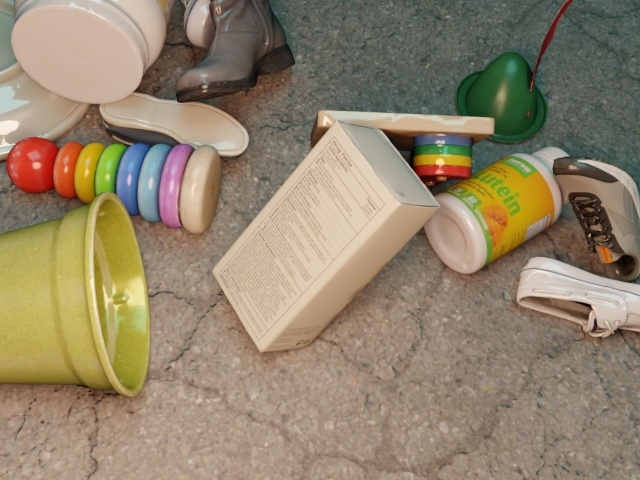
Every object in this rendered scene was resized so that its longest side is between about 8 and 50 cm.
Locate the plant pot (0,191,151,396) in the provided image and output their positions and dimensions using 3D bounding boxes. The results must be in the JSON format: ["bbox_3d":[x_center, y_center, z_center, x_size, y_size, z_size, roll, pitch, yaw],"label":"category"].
[{"bbox_3d":[-0.385,0.086,1.168,0.253,0.276,0.276,-7,57,2],"label":"plant pot"}]

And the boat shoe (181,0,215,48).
[{"bbox_3d":[-0.207,-0.503,1.637,0.156,0.136,0.367,20,54,6],"label":"boat shoe"}]

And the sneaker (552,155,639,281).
[{"bbox_3d":[0.449,-0.035,1.365,0.271,0.100,0.108,42,70,-29],"label":"sneaker"}]

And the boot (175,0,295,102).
[{"bbox_3d":[-0.164,-0.362,1.440,0.118,0.223,0.338,-7,20,22],"label":"boot"}]

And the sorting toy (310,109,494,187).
[{"bbox_3d":[0.116,-0.136,1.372,0.257,0.255,0.090,2,89,-3],"label":"sorting toy"}]

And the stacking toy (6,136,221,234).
[{"bbox_3d":[-0.329,-0.105,1.365,0.330,0.141,0.141,10,56,5],"label":"stacking toy"}]

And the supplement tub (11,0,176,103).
[{"bbox_3d":[-0.357,-0.414,1.432,0.240,0.241,0.331,8,55,-2],"label":"supplement tub"}]

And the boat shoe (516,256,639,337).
[{"bbox_3d":[0.429,0.108,1.347,0.258,0.095,0.084,16,59,16],"label":"boat shoe"}]

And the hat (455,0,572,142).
[{"bbox_3d":[0.345,-0.309,1.548,0.172,0.184,0.209,11,56,0],"label":"hat"}]

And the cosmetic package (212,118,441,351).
[{"bbox_3d":[0.000,0.000,1.223,0.113,0.309,0.160,3,47,-53],"label":"cosmetic package"}]

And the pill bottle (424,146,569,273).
[{"bbox_3d":[0.298,-0.058,1.403,0.245,0.136,0.136,-28,64,-23],"label":"pill bottle"}]

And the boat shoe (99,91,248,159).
[{"bbox_3d":[-0.242,-0.176,1.448,0.254,0.079,0.095,11,57,3],"label":"boat shoe"}]

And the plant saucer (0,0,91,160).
[{"bbox_3d":[-0.580,-0.314,1.485,0.400,0.101,0.401,4,56,-5],"label":"plant saucer"}]
